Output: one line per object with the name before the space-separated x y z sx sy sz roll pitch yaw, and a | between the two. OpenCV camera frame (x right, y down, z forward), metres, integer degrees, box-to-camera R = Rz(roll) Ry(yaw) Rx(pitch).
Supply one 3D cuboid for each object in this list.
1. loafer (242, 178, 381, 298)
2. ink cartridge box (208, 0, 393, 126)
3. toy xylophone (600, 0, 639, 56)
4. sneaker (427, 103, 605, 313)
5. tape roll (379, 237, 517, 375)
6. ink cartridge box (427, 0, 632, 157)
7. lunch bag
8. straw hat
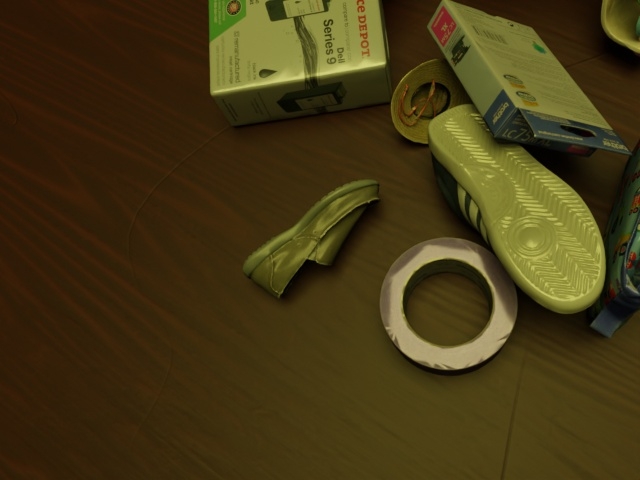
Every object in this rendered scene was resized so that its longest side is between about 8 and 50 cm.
loafer | 0.000 0.000 0.971 0.251 0.094 0.087 -38 81 3
ink cartridge box | -0.033 -0.330 1.058 0.290 0.121 0.211 -8 71 9
toy xylophone | 0.502 -0.451 0.906 0.081 0.322 0.236 29 62 38
sneaker | 0.267 -0.034 0.872 0.131 0.148 0.349 -23 56 0
tape roll | 0.182 0.096 0.898 0.189 0.080 0.188 -3 71 10
ink cartridge box | 0.290 -0.221 0.896 0.186 0.065 0.311 5 45 -28
lunch bag | 0.425 -0.008 0.805 0.138 0.221 0.293 31 81 19
straw hat | 0.173 -0.229 1.012 0.145 0.144 0.061 -32 27 0
